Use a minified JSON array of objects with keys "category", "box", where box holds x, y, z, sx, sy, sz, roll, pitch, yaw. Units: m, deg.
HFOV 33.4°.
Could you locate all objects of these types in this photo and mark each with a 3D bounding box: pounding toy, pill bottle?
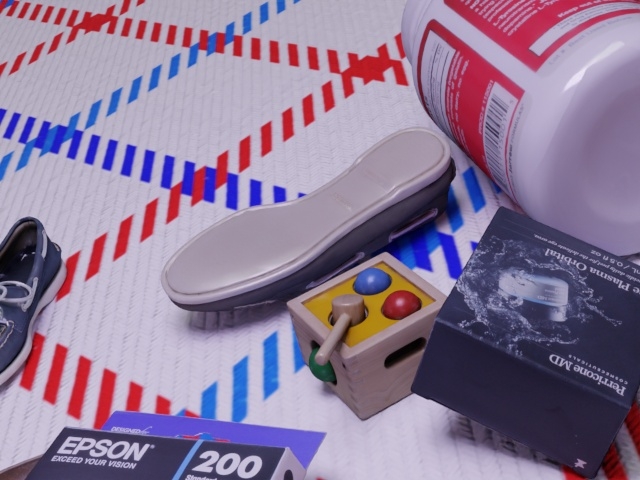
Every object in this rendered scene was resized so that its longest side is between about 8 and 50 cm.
[{"category":"pounding toy","box":[0.037,0.080,0.933,0.141,0.100,0.130,-26,33,-18]},{"category":"pill bottle","box":[0.235,-0.171,1.125,0.229,0.229,0.408,-19,33,-8]}]

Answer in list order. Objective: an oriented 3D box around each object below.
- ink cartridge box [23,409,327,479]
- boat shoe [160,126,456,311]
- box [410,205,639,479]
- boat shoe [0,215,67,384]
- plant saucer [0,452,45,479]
[{"category":"ink cartridge box","box":[-0.125,0.191,0.791,0.206,0.045,0.208,1,34,24]},{"category":"boat shoe","box":[0.000,0.000,1.104,0.335,0.095,0.112,-29,48,-14]},{"category":"box","box":[0.178,0.076,0.846,0.156,0.093,0.158,24,45,13]},{"category":"boat shoe","box":[-0.338,0.067,1.124,0.095,0.079,0.254,-3,34,17]},{"category":"plant saucer","box":[-0.196,0.273,0.778,0.310,0.050,0.311,-10,31,6]}]
